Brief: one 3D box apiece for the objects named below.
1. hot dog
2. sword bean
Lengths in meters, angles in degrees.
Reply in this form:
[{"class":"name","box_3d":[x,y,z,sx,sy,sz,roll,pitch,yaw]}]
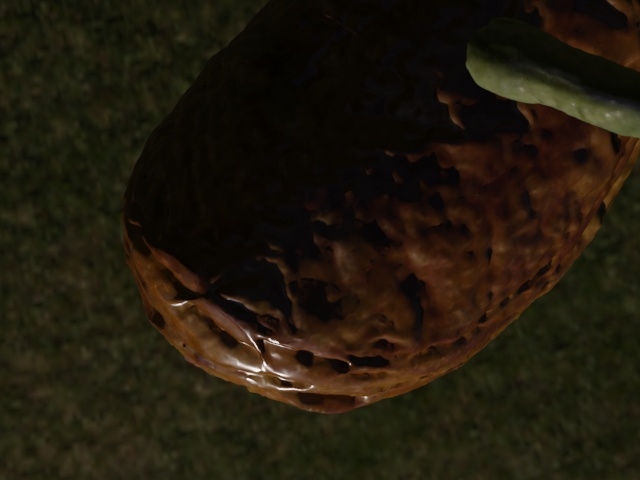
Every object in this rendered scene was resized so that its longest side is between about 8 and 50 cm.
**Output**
[{"class":"hot dog","box_3d":[0.047,-0.064,1.215,0.387,0.267,0.174,-48,165,-5]},{"class":"sword bean","box_3d":[0.177,-0.052,0.786,0.038,0.269,0.043,-12,114,-54]}]
